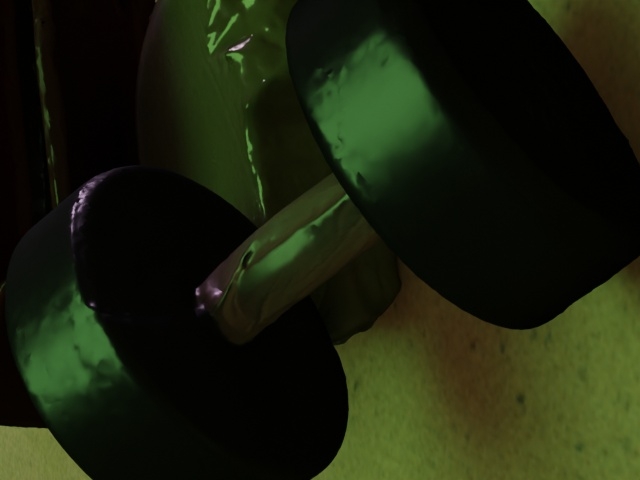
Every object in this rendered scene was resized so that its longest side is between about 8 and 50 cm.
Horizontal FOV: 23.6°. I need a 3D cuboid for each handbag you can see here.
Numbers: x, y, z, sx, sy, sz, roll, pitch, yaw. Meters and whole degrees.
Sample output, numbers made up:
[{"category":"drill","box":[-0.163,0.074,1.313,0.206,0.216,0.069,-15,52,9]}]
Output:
[{"category":"handbag","box":[-0.135,-0.036,0.839,0.260,0.084,0.275,43,-138,-76]}]

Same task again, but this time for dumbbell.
[{"category":"dumbbell","box":[0.000,0.000,0.594,0.218,0.152,0.152,-37,57,27]}]

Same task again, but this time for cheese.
[{"category":"cheese","box":[-0.025,-0.039,0.766,0.175,0.091,0.202,-46,55,53]}]
